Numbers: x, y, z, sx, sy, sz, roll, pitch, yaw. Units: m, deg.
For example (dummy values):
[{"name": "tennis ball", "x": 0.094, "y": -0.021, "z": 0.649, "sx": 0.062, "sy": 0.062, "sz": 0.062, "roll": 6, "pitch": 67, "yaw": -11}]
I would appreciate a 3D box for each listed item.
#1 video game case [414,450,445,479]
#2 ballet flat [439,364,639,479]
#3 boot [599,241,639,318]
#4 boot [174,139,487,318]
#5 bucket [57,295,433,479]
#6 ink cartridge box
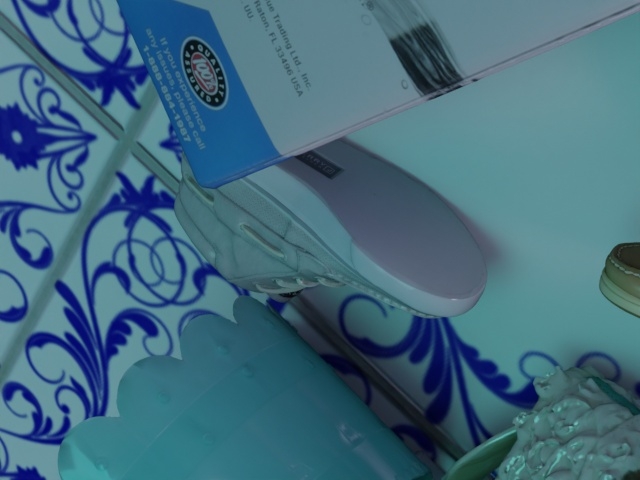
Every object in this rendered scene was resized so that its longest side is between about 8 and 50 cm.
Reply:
[{"name": "video game case", "x": 0.095, "y": 0.294, "z": 1.145, "sx": 0.212, "sy": 0.023, "sz": 0.193, "roll": 47, "pitch": 130, "yaw": 7}, {"name": "ballet flat", "x": 0.110, "y": 0.248, "z": 1.034, "sx": 0.147, "sy": 0.147, "sz": 0.409, "roll": 41, "pitch": 116, "yaw": 11}, {"name": "boot", "x": 0.270, "y": -0.023, "z": 0.824, "sx": 0.213, "sy": 0.077, "sz": 0.165, "roll": 7, "pitch": 117, "yaw": 20}, {"name": "boot", "x": 0.000, "y": 0.000, "z": 1.031, "sx": 0.258, "sy": 0.095, "sz": 0.123, "roll": 38, "pitch": 135, "yaw": 24}, {"name": "bucket", "x": -0.065, "y": 0.198, "z": 1.037, "sx": 0.183, "sy": 0.281, "sz": 0.281, "roll": 41, "pitch": 129, "yaw": 17}, {"name": "ink cartridge box", "x": 0.042, "y": -0.224, "z": 0.778, "sx": 0.395, "sy": 0.166, "sz": 0.285, "roll": -18, "pitch": 97, "yaw": 50}]
